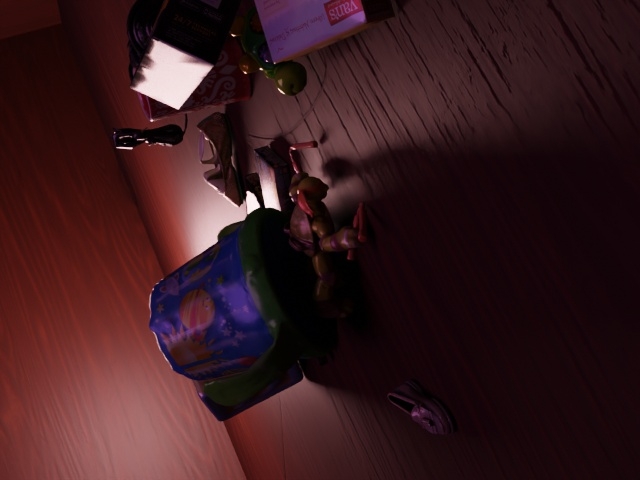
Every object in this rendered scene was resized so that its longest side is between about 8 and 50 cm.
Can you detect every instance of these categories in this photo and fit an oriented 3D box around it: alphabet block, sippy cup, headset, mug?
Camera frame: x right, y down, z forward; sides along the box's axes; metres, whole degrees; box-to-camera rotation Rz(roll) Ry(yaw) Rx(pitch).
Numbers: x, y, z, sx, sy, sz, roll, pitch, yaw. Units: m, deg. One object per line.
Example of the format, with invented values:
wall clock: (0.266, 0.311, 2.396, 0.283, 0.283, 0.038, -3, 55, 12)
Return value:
alphabet block: (-0.165, 0.202, 1.874, 0.197, 0.193, 0.192, 61, 172, 24)
sippy cup: (-0.126, 0.099, 1.463, 0.240, 0.224, 0.305, 65, -162, -1)
headset: (-0.322, -0.359, 1.818, 0.243, 0.185, 0.394, 117, 143, -69)
mug: (-0.215, -0.277, 1.583, 0.113, 0.169, 0.150, -153, 46, -69)

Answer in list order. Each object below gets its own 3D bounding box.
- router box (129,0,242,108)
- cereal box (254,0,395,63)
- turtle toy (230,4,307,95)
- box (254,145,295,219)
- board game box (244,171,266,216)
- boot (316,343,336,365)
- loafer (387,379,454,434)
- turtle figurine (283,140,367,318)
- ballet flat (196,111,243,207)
router box: (-0.148, -0.313, 1.233, 0.243, 0.081, 0.309, -69, 14, -8)
cereal box: (-0.023, -0.323, 1.022, 0.173, 0.047, 0.240, -8, 102, 53)
turtle toy: (-0.056, -0.248, 1.254, 0.066, 0.095, 0.130, -3, 108, 52)
box: (-0.070, -0.076, 1.592, 0.094, 0.027, 0.137, -136, 31, -56)
board game box: (-0.100, 0.008, 1.793, 0.136, 0.030, 0.260, 58, 160, 31)
boot: (-0.010, 0.157, 1.642, 0.118, 0.042, 0.087, 101, 149, -60)
loafer: (0.128, 0.220, 1.253, 0.125, 0.039, 0.045, -144, 39, -64)
turtle figurine: (0.000, 0.000, 1.336, 0.269, 0.087, 0.217, -131, 26, -52)
ballet flat: (-0.196, -0.147, 1.858, 0.073, 0.067, 0.206, -132, 27, -54)
